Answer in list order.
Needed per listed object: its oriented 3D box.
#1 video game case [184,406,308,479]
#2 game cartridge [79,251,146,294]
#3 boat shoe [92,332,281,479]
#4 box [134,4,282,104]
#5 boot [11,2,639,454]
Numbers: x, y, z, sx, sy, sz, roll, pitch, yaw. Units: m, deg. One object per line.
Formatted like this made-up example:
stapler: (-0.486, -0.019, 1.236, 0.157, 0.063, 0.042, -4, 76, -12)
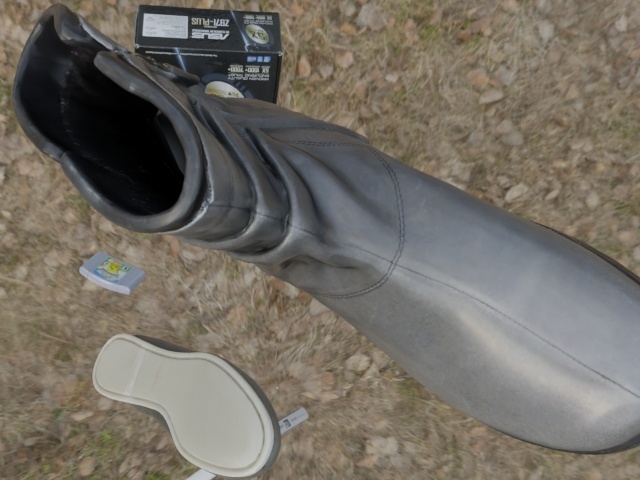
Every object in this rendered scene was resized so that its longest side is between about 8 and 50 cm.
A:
video game case: (-0.126, 0.312, 1.110, 0.190, 0.173, 0.022, -41, 76, 31)
game cartridge: (-0.303, 0.048, 1.140, 0.083, 0.017, 0.056, 22, 36, 7)
boat shoe: (-0.138, 0.181, 0.895, 0.095, 0.335, 0.112, 29, 80, -43)
box: (-0.145, -0.218, 1.014, 0.180, 0.147, 0.078, 1, 56, -10)
boot: (0.000, 0.000, 0.391, 0.338, 0.222, 0.118, 28, 97, 34)
